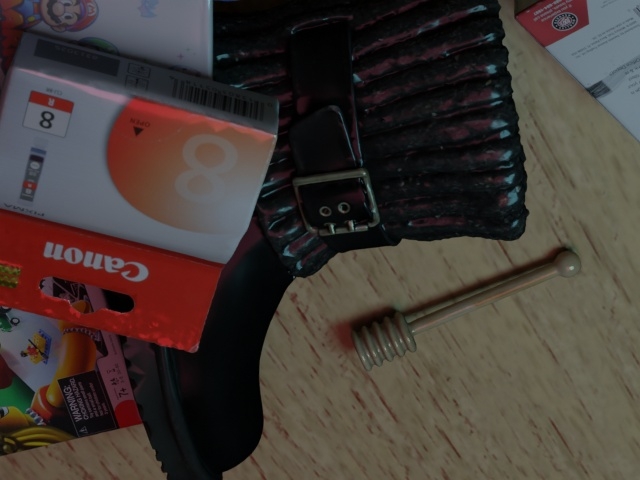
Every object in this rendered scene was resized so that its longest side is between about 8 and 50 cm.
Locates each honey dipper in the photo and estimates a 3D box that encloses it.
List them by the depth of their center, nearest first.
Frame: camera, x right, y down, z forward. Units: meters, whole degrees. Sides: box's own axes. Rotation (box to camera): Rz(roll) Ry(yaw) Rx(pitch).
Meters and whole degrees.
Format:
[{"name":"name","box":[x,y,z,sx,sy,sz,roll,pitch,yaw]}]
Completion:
[{"name":"honey dipper","box":[0.099,0.044,1.331,0.161,0.030,0.030,-23,127,3]}]

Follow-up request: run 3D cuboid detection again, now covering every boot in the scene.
[{"name":"boot","box":[0.000,0.002,1.215,0.260,0.131,0.348,-9,127,-3]}]

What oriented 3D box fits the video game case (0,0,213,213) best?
[{"name":"video game case","box":[-0.130,-0.082,1.077,0.143,0.019,0.157,2,123,-1]}]

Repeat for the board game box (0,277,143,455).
[{"name":"board game box","box":[-0.238,0.012,1.231,0.193,0.053,0.305,-14,128,1]}]

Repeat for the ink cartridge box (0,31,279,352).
[{"name":"ink cartridge box","box":[-0.115,-0.014,1.086,0.145,0.045,0.179,14,120,-9]}]

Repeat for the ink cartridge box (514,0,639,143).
[{"name":"ink cartridge box","box":[0.194,-0.131,1.182,0.099,0.056,0.135,-27,129,32]}]
